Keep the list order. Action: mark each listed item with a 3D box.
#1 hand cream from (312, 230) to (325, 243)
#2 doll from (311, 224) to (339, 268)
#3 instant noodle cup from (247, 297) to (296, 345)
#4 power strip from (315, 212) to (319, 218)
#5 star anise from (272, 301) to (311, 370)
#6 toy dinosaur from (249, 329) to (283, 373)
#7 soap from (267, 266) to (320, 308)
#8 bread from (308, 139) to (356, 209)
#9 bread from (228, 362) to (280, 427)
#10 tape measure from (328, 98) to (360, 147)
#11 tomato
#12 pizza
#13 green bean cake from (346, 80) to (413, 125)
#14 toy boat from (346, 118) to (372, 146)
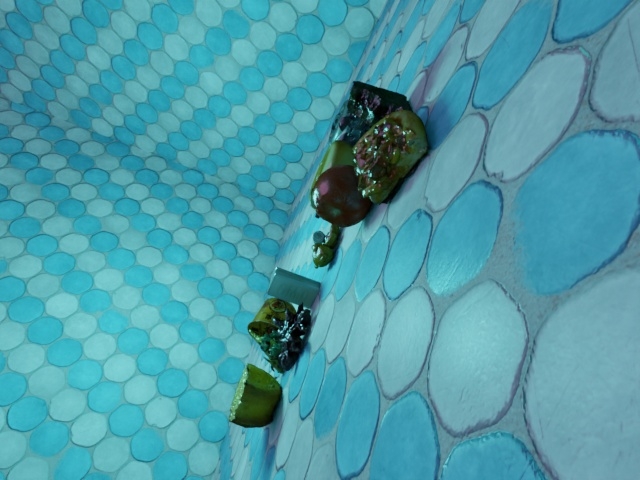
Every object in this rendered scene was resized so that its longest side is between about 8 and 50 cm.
[{"bbox_3d":[0.000,0.000,1.905,0.331,0.058,0.085,59,-133,-83],"label":"hand cream"},{"bbox_3d":[0.021,0.011,1.702,0.137,0.097,0.209,118,174,-66],"label":"doll"},{"bbox_3d":[-0.218,0.386,1.972,0.215,0.216,0.172,-59,5,47],"label":"instant noodle cup"},{"bbox_3d":[0.002,-0.177,2.363,0.038,0.029,0.111,-85,20,-58],"label":"power strip"},{"bbox_3d":[-0.118,0.383,1.670,0.212,0.129,0.282,-115,40,-53],"label":"star anise"},{"bbox_3d":[-0.231,0.465,1.847,0.094,0.259,0.153,-14,-41,-49],"label":"toy dinosaur"},{"bbox_3d":[-0.114,0.201,1.742,0.066,0.198,0.119,-86,18,-62],"label":"soap"},{"bbox_3d":[0.065,-0.285,1.849,0.333,0.160,0.332,-158,90,-79],"label":"bread"},{"bbox_3d":[-0.262,0.651,1.723,0.340,0.179,0.194,177,115,-82],"label":"bread"},{"bbox_3d":[0.139,-0.568,2.054,0.275,0.147,0.256,-115,46,-75],"label":"tape measure"},{"bbox_3d":[0.077,-0.155,1.396,0.208,0.208,0.184,122,171,-51],"label":"tomato"},{"bbox_3d":[0.183,-0.247,1.211,0.409,0.114,0.277,-134,63,-71],"label":"pizza"},{"bbox_3d":[0.186,-0.433,1.360,0.193,0.209,0.107,-80,11,-53],"label":"green bean cake"},{"bbox_3d":[0.197,-0.490,1.788,0.092,0.103,0.246,101,-166,-47],"label":"toy boat"}]
